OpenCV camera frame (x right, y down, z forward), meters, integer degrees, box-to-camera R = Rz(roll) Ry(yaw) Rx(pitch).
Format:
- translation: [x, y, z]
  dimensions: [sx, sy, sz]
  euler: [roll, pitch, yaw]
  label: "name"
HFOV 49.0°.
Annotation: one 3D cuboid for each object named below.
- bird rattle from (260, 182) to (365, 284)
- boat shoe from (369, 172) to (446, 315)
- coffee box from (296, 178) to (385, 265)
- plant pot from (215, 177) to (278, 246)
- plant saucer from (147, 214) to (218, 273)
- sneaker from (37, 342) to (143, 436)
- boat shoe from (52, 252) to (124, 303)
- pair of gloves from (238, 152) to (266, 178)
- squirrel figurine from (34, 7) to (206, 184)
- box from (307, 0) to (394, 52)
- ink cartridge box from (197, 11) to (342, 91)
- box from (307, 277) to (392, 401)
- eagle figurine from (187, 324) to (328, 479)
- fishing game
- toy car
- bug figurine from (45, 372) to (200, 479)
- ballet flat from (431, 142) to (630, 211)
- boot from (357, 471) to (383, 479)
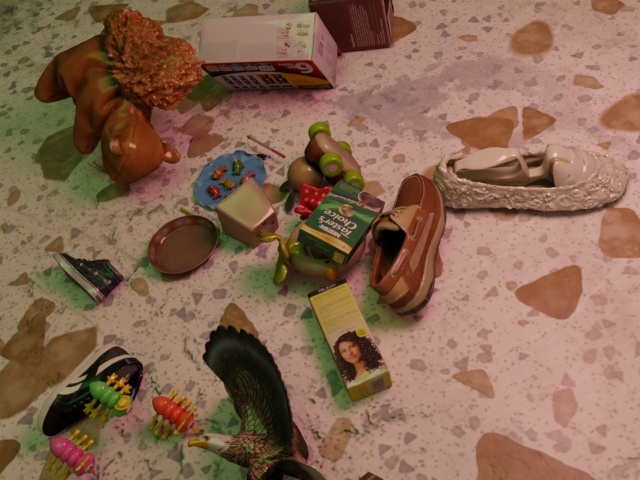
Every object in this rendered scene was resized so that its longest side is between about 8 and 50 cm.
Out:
- translation: [0.000, 0.000, 1.471]
  dimensions: [0.207, 0.143, 0.253]
  euler: [24, 48, 31]
  label: "bird rattle"
- translation: [0.167, -0.012, 1.398]
  dimensions: [0.122, 0.120, 0.324]
  euler: [-32, 36, 42]
  label: "boat shoe"
- translation: [0.044, -0.039, 1.410]
  dimensions: [0.113, 0.040, 0.184]
  euler: [29, 48, 12]
  label: "coffee box"
- translation: [-0.154, -0.052, 1.562]
  dimensions: [0.096, 0.109, 0.109]
  euler: [39, 69, 23]
  label: "plant pot"
- translation: [-0.309, 0.014, 1.595]
  dimensions: [0.168, 0.029, 0.168]
  euler: [-7, 50, 9]
  label: "plant saucer"
- translation: [-0.436, 0.304, 1.359]
  dimensions: [0.121, 0.079, 0.217]
  euler: [24, 61, 29]
  label: "sneaker"
- translation: [-0.525, 0.066, 1.594]
  dimensions: [0.183, 0.065, 0.083]
  euler: [35, 65, 27]
  label: "boat shoe"
- translation: [-0.168, -0.183, 1.730]
  dimensions: [0.074, 0.010, 0.083]
  euler: [-8, 48, 13]
  label: "pair of gloves"
- translation: [-0.469, -0.344, 1.720]
  dimensions: [0.397, 0.281, 0.370]
  euler: [-47, 52, 27]
  label: "squirrel figurine"
- translation: [0.089, -0.634, 1.925]
  dimensions: [0.203, 0.167, 0.168]
  euler: [-3, 51, 13]
  label: "box"
- translation: [-0.121, -0.477, 1.849]
  dimensions: [0.309, 0.272, 0.130]
  euler: [2, 83, 18]
  label: "ink cartridge box"
- translation: [0.053, 0.184, 1.337]
  dimensions: [0.087, 0.058, 0.232]
  euler: [-23, 49, -4]
  label: "box"
- translation: [-0.103, 0.308, 1.147]
  dimensions: [0.226, 0.225, 0.298]
  euler: [-37, 38, 38]
  label: "eagle figurine"
- translation: [-0.220, -0.151, 1.690]
  dimensions: [0.189, 0.041, 0.264]
  euler: [33, 72, 32]
  label: "fishing game"
- translation: [-0.016, -0.145, 1.607]
  dimensions: [0.188, 0.149, 0.155]
  euler: [-39, 38, 19]
  label: "toy car"
- translation: [-0.359, 0.367, 1.260]
  dimensions: [0.216, 0.072, 0.279]
  euler: [30, 63, 3]
  label: "bug figurine"
- translation: [0.430, -0.136, 1.448]
  dimensions: [0.409, 0.147, 0.147]
  euler: [-3, 51, 12]
  label: "ballet flat"
- translation: [0.044, 0.410, 1.167]
  dimensions: [0.114, 0.037, 0.106]
  euler: [-32, 64, -7]
  label: "boot"
